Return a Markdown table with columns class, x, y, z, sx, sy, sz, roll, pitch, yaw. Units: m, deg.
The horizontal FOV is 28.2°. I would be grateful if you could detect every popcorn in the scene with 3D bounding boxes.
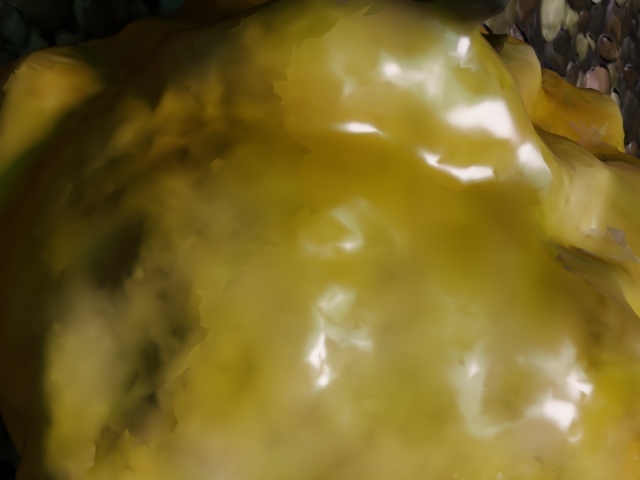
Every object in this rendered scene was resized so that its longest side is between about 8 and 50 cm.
| class | x | y | z | sx | sy | sz | roll | pitch | yaw |
| --- | --- | --- | --- | --- | --- | --- | --- | --- | --- |
| popcorn | 0.000 | 0.000 | 0.493 | 0.297 | 0.281 | 0.315 | 14 | 45 | -15 |
